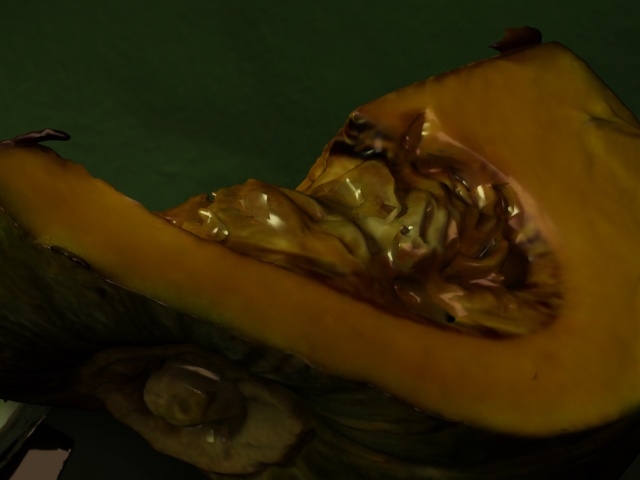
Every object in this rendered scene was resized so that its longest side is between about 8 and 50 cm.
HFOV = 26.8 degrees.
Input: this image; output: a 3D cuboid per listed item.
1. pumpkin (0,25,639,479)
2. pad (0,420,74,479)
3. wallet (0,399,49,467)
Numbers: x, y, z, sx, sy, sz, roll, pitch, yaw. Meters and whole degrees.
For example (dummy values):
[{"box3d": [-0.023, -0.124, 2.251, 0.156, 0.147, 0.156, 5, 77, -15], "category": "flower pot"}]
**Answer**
[{"box3d": [0.001, -0.001, 0.497, 0.280, 0.139, 0.190, 27, 53, -15], "category": "pumpkin"}, {"box3d": [-0.274, 0.100, 0.522, 0.300, 0.005, 0.202, 27, 72, -3], "category": "pad"}, {"box3d": [-0.271, 0.028, 0.482, 0.309, 0.077, 0.223, 35, 56, 1], "category": "wallet"}]
